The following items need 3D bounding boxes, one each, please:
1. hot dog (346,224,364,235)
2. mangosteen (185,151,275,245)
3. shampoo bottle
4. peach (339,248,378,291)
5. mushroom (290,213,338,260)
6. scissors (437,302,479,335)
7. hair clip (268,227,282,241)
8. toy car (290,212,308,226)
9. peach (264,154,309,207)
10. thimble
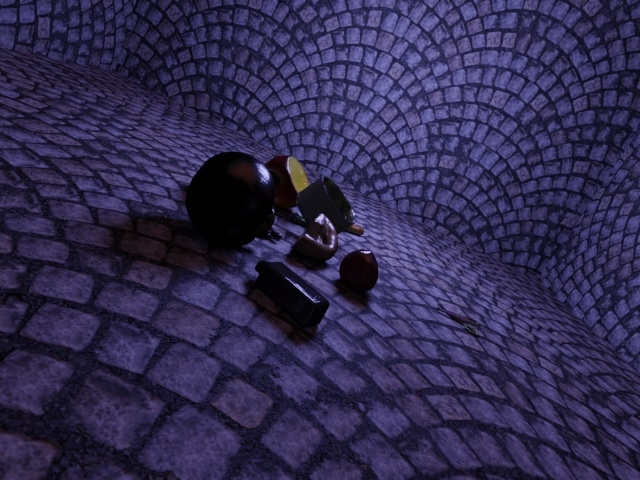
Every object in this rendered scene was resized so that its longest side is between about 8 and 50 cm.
[{"bbox_3d":[0.154,-0.069,2.266,0.165,0.045,0.071,18,20,-30],"label":"hot dog"},{"bbox_3d":[-0.268,-0.134,1.393,0.300,0.300,0.300,24,16,-8],"label":"mangosteen"},{"bbox_3d":[-0.091,0.135,1.202,0.246,0.080,0.079,37,17,30],"label":"shampoo bottle"},{"bbox_3d":[0.150,0.102,1.549,0.152,0.152,0.152,24,16,-8],"label":"peach"},{"bbox_3d":[0.000,0.000,1.663,0.151,0.156,0.285,38,29,-1],"label":"mushroom"},{"bbox_3d":[0.554,0.313,1.747,0.187,0.020,0.133,31,21,11],"label":"scissors"},{"bbox_3d":[-0.246,-0.059,1.633,0.187,0.056,0.146,27,13,-30],"label":"hair clip"},{"bbox_3d":[-0.079,-0.089,1.990,0.122,0.035,0.059,28,14,-27],"label":"toy car"},{"bbox_3d":[-0.167,-0.276,2.071,0.245,0.248,0.275,11,1,34],"label":"peach"},{"bbox_3d":[0.028,-0.145,1.937,0.271,0.150,0.271,47,22,-26],"label":"thimble"}]
